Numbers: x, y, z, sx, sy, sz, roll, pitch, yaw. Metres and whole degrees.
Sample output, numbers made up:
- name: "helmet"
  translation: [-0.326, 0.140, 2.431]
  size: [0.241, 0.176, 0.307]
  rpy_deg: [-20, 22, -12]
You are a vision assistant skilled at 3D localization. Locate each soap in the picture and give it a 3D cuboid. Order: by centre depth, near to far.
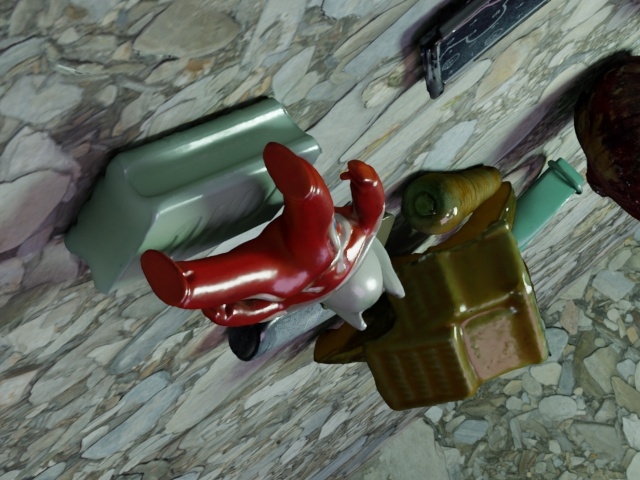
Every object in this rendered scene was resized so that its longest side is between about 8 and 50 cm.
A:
- name: "soap"
  translation: [-0.100, -0.040, 1.217]
  size: [0.198, 0.066, 0.119]
  rpy_deg: [-26, 163, -44]

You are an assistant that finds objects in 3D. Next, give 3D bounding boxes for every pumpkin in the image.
- name: "pumpkin"
  translation: [0.138, 0.063, 2.108]
  size: [0.258, 0.095, 0.290]
  rpy_deg: [-17, 147, -30]

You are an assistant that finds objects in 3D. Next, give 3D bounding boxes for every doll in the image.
- name: "doll"
  translation: [-0.015, 0.009, 1.285]
  size: [0.188, 0.099, 0.384]
  rpy_deg: [-39, 162, 7]

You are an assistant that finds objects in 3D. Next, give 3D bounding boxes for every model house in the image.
- name: "model house"
  translation: [0.164, 0.102, 1.975]
  size: [0.239, 0.173, 0.268]
  rpy_deg: [-23, 123, -2]

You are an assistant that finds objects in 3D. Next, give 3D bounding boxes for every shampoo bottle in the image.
- name: "shampoo bottle"
  translation: [-0.013, 0.077, 1.844]
  size: [0.234, 0.049, 0.087]
  rpy_deg: [-27, 156, -41]

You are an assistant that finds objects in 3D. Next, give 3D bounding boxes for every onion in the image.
- name: "onion"
  translation: [0.442, -0.128, 2.013]
  size: [0.190, 0.246, 0.246]
  rpy_deg: [-34, 169, 20]

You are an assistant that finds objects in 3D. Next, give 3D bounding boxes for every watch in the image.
- name: "watch"
  translation: [0.307, -0.037, 2.226]
  size: [0.195, 0.068, 0.237]
  rpy_deg: [-43, 174, -24]

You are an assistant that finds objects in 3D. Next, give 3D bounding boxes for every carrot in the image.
- name: "carrot"
  translation: [0.182, -0.061, 1.896]
  size: [0.078, 0.078, 0.298]
  rpy_deg: [-46, 169, 25]

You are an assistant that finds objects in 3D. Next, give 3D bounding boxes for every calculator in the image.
- name: "calculator"
  translation: [0.204, -0.245, 1.438]
  size: [0.274, 0.028, 0.165]
  rpy_deg: [-39, 166, -2]

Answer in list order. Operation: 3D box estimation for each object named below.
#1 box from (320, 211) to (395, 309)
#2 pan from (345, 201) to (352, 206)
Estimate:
- name: "box"
  translation: [0.036, 0.019, 1.774]
  size: [0.091, 0.031, 0.126]
  rpy_deg: [-27, 148, -42]
- name: "pan"
  translation: [0.001, 0.000, 1.694]
  size: [0.115, 0.023, 0.068]
  rpy_deg: [-40, 165, 5]
